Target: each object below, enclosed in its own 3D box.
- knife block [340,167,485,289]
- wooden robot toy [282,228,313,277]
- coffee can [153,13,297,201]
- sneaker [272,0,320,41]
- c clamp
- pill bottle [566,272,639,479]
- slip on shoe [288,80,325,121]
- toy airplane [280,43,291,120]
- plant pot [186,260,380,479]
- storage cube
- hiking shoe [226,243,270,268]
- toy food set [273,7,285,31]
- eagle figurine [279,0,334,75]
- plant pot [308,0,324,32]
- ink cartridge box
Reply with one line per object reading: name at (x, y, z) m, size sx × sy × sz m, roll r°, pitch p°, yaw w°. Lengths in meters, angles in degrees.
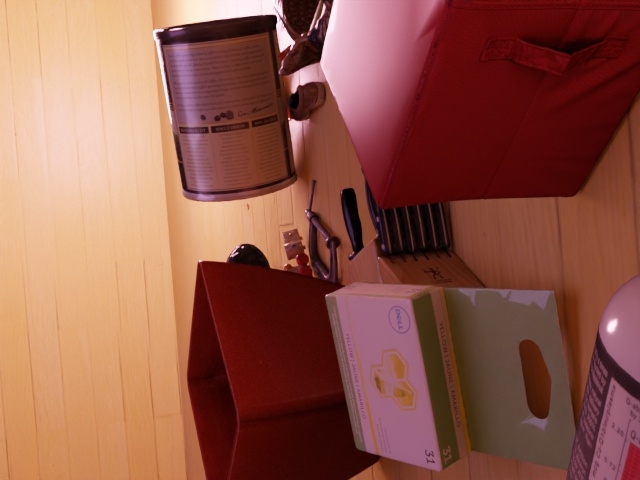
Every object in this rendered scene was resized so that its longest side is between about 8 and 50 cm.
knife block at (0.086, 0.055, 0.948) m, size 0.242 × 0.088 × 0.276 m, roll -124°, pitch 34°, yaw -57°
wooden robot toy at (-0.053, 0.056, 1.355) m, size 0.076 × 0.079 × 0.173 m, roll 80°, pitch 174°, yaw -58°
coffee can at (-0.154, -0.223, 1.372) m, size 0.201 × 0.201 × 0.275 m, roll -142°, pitch 42°, yaw -66°
sneaker at (-0.038, -0.366, 1.279) m, size 0.086 × 0.064 × 0.192 m, roll 105°, pitch 155°, yaw -63°
c clamp at (0.000, 0.000, 1.299) m, size 0.161 × 0.022 × 0.137 m, roll -122°, pitch 33°, yaw -55°
pill bottle at (0.220, 0.108, 0.437) m, size 0.162 × 0.162 × 0.278 m, roll -129°, pitch 38°, yaw -60°
slip on shoe at (-0.032, -0.221, 1.314) m, size 0.135 × 0.041 × 0.051 m, roll 176°, pitch 90°, yaw -72°
toy airplane at (-0.076, -0.285, 1.453) m, size 0.151 × 0.028 × 0.151 m, roll 174°, pitch 90°, yaw -71°
plant pot at (-0.038, 0.200, 1.121) m, size 0.267 × 0.235 × 0.267 m, roll -111°, pitch 25°, yaw -43°
storage cube at (0.122, -0.156, 0.638) m, size 0.193 × 0.183 × 0.215 m, roll 106°, pitch 153°, yaw -48°
hiking shoe at (-0.158, 0.151, 1.666) m, size 0.132 × 0.113 × 0.304 m, roll -151°, pitch 58°, yaw -67°
toy food set at (-0.059, -0.395, 1.388) m, size 0.083 × 0.020 × 0.083 m, roll 107°, pitch 152°, yaw -48°
eagle figurine at (0.034, -0.285, 0.804) m, size 0.298 × 0.225 × 0.226 m, roll 116°, pitch 146°, yaw -58°
plant pot at (0.021, -0.290, 1.097) m, size 0.083 × 0.083 × 0.079 m, roll -153°, pitch 72°, yaw -69°
ink cartridge box at (0.114, 0.128, 0.767) m, size 0.235 × 0.056 × 0.171 m, roll -1°, pitch 104°, yaw 50°
